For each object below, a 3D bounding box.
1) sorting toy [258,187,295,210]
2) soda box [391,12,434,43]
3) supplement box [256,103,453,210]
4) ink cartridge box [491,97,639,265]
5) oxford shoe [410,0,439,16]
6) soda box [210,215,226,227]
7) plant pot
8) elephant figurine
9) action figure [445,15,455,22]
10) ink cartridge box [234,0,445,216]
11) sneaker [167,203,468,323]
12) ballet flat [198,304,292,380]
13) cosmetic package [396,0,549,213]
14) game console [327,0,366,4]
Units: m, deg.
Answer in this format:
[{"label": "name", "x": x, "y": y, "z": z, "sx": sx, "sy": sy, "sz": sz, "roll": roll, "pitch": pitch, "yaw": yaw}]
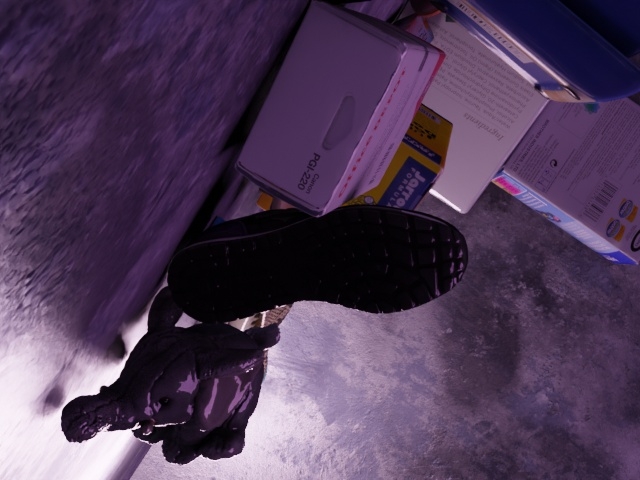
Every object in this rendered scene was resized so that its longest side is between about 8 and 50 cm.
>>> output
[{"label": "sorting toy", "x": -0.030, "y": -0.095, "z": 0.974, "sx": 0.132, "sy": 0.046, "sz": 0.275, "roll": -57, "pitch": 169, "yaw": -33}, {"label": "soda box", "x": 0.146, "y": -0.346, "z": 1.505, "sx": 0.062, "sy": 0.058, "sz": 0.183, "roll": -18, "pitch": -161, "yaw": 26}, {"label": "supplement box", "x": 0.068, "y": -0.122, "z": 1.328, "sx": 0.194, "sy": 0.195, "sz": 0.356, "roll": -57, "pitch": -179, "yaw": 20}, {"label": "ink cartridge box", "x": 0.583, "y": -0.131, "z": 1.755, "sx": 0.270, "sy": 0.395, "sz": 0.151, "roll": -56, "pitch": 180, "yaw": -1}, {"label": "oxford shoe", "x": 0.221, "y": -0.480, "z": 1.419, "sx": 0.098, "sy": 0.097, "sz": 0.271, "roll": -7, "pitch": 149, "yaw": -44}, {"label": "soda box", "x": -0.112, "y": 0.036, "z": 1.023, "sx": 0.071, "sy": 0.067, "sz": 0.210, "roll": -57, "pitch": 179, "yaw": -12}, {"label": "plant pot", "x": 0.207, "y": -0.243, "z": 0.696, "sx": 0.212, "sy": 0.236, "sz": 0.236, "roll": -51, "pitch": -177, "yaw": 11}, {"label": "elephant figurine", "x": -0.136, "y": 0.133, "z": 0.862, "sx": 0.239, "sy": 0.169, "sz": 0.186, "roll": 85, "pitch": 6, "yaw": -64}, {"label": "action figure", "x": 0.280, "y": -0.503, "z": 1.500, "sx": 0.063, "sy": 0.137, "sz": 0.232, "roll": 24, "pitch": 65, "yaw": -68}, {"label": "ink cartridge box", "x": 0.026, "y": -0.121, "z": 0.783, "sx": 0.159, "sy": 0.092, "sz": 0.218, "roll": -63, "pitch": 172, "yaw": 16}, {"label": "sneaker", "x": 0.000, "y": 0.000, "z": 0.839, "sx": 0.124, "sy": 0.283, "sz": 0.107, "roll": -67, "pitch": 151, "yaw": -63}, {"label": "ballet flat", "x": -0.168, "y": 0.172, "z": 1.626, "sx": 0.182, "sy": 0.164, "sz": 0.483, "roll": -29, "pitch": 156, "yaw": -39}, {"label": "cosmetic package", "x": 0.288, "y": -0.339, "z": 1.760, "sx": 0.394, "sy": 0.327, "sz": 0.329, "roll": -58, "pitch": 179, "yaw": 30}, {"label": "game console", "x": 0.111, "y": -0.333, "z": 0.606, "sx": 0.361, "sy": 0.044, "sz": 0.213, "roll": -56, "pitch": -178, "yaw": 42}]
